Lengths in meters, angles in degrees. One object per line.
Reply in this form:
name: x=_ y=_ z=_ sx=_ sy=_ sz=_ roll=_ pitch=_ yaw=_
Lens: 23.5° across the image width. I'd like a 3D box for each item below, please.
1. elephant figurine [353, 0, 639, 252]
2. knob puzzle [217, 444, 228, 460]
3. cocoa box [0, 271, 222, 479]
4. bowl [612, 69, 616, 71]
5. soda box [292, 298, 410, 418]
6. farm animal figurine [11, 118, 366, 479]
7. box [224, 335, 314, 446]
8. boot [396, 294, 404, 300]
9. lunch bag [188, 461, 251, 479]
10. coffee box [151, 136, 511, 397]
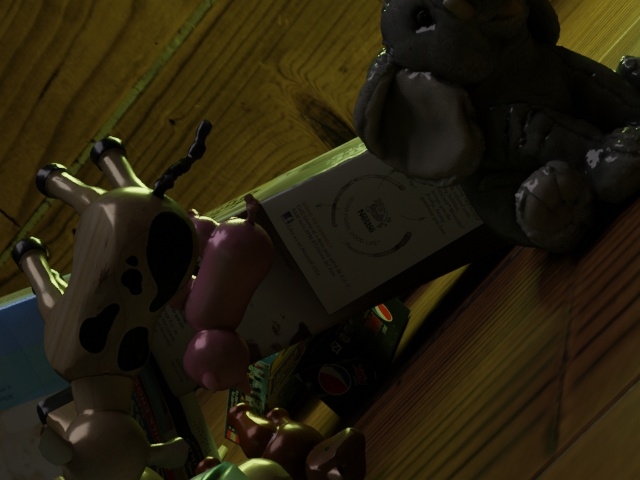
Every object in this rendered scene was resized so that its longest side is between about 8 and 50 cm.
elephant figurine: x=0.101 y=-0.113 z=0.979 sx=0.186 sy=0.239 sz=0.169 roll=-49 pitch=3 yaw=19
knob puzzle: x=-0.199 y=0.338 z=1.840 sx=0.213 sy=0.030 sz=0.213 roll=-49 pitch=3 yaw=3
cocoa box: x=-0.288 y=0.180 z=1.240 sx=0.347 sy=0.231 sz=0.228 roll=-20 pitch=2 yaw=10
bowl: x=0.174 y=-0.114 z=1.242 sx=0.142 sy=0.142 sz=0.053 roll=-70 pitch=-20 yaw=-80
soda box: x=0.029 y=0.086 z=1.315 sx=0.053 sy=0.060 sz=0.169 roll=-47 pitch=2 yaw=20
farm animal figurine: x=-0.110 y=0.142 z=0.879 sx=0.327 sy=0.330 sz=0.172 roll=-39 pitch=44 yaw=-6
box: x=-0.017 y=0.090 z=1.595 sx=0.233 sy=0.044 sz=0.159 roll=-51 pitch=-19 yaw=-38
boot: x=0.064 y=0.024 z=1.520 sx=0.190 sy=0.069 sz=0.086 roll=-50 pitch=-3 yaw=24
lunch bag: x=-0.092 y=0.235 z=0.691 sx=0.224 sy=0.108 sz=0.279 roll=-52 pitch=1 yaw=15
coffee box: x=0.000 y=0.000 z=1.260 sx=0.297 sy=0.119 sz=0.168 roll=-26 pitch=7 yaw=9
